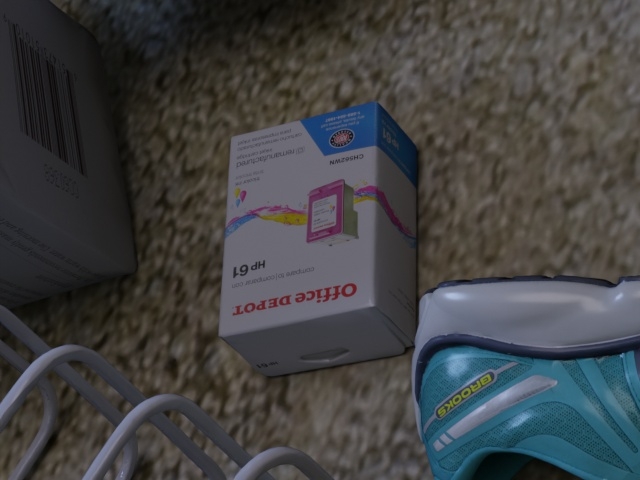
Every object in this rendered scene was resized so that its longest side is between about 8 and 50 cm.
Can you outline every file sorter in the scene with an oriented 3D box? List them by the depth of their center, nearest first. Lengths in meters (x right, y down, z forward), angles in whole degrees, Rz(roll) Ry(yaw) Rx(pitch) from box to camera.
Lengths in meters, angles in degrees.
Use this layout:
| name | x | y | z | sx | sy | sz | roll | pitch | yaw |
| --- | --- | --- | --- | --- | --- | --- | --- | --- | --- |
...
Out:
| name | x | y | z | sx | sy | sz | roll | pitch | yaw |
| --- | --- | --- | --- | --- | --- | --- | --- | --- | --- |
| file sorter | -0.122 | 0.148 | 0.871 | 0.277 | 0.193 | 0.173 | 21 | 72 | 37 |

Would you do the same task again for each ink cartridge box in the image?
| name | x | y | z | sx | sy | sz | roll | pitch | yaw |
| --- | --- | --- | --- | --- | --- | --- | --- | --- | --- |
| ink cartridge box | 0.000 | 0.000 | 0.977 | 0.088 | 0.052 | 0.122 | -13 | 58 | 23 |

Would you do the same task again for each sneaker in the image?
| name | x | y | z | sx | sy | sz | roll | pitch | yaw |
| --- | --- | --- | --- | --- | --- | --- | --- | --- | --- |
| sneaker | 0.166 | 0.071 | 0.828 | 0.275 | 0.107 | 0.110 | -4 | 80 | 33 |

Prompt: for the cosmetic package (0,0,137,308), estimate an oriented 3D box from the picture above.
| name | x | y | z | sx | sy | sz | roll | pitch | yaw |
| --- | --- | --- | --- | --- | --- | --- | --- | --- | --- |
| cosmetic package | -0.320 | -0.023 | 1.034 | 0.385 | 0.217 | 0.156 | -15 | 71 | 12 |
